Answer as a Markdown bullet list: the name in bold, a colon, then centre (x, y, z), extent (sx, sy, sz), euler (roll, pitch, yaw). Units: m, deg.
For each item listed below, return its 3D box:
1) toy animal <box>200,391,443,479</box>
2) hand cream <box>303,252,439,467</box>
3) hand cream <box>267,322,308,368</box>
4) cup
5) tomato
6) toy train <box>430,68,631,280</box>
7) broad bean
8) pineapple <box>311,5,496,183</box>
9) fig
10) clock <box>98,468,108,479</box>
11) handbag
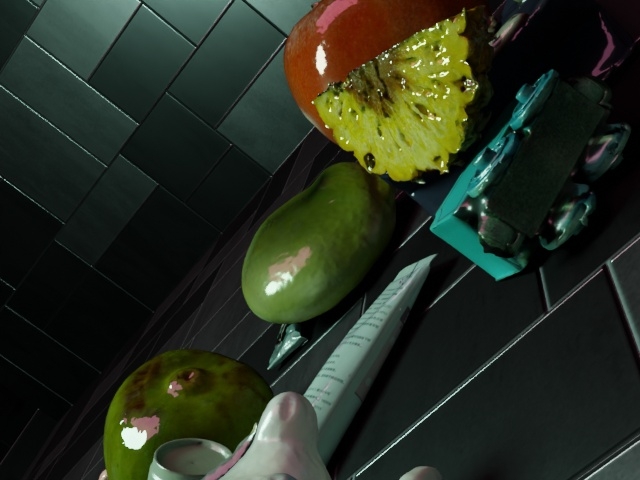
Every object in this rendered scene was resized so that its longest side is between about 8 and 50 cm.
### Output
- **toy animal**: centre (-0.030, 0.239, 0.513), extent (0.249, 0.174, 0.289), euler (-37, 13, 11)
- **hand cream**: centre (0.024, 0.142, 0.879), extent (0.331, 0.058, 0.085), euler (-58, 8, -27)
- **hand cream**: centre (-0.032, 0.099, 1.308), extent (0.248, 0.052, 0.075), euler (-81, 8, -57)
- **cup**: centre (-0.129, 0.272, 0.820), extent (0.120, 0.120, 0.141), euler (-97, 11, -75)
- **tomato**: centre (0.116, -0.287, 1.353), extent (0.341, 0.272, 0.341), euler (-24, 4, 2)
- **toy train**: centre (0.186, -0.059, 0.767), extent (0.198, 0.107, 0.154), euler (-56, 4, -20)
- **broad bean**: centre (0.000, 0.000, 1.218), extent (0.238, 0.119, 0.291), euler (0, 46, 49)
- **pineapple**: centre (0.125, -0.145, 0.870), extent (0.164, 0.139, 0.250), euler (-30, 5, -41)
- **fig**: centre (-0.148, 0.245, 0.979), extent (0.203, 0.203, 0.225), euler (-76, -13, -65)
- **clock**: centre (-0.251, 0.328, 1.342), extent (0.166, 0.093, 0.162), euler (-47, 3, 24)
- **handbag**: centre (0.212, -0.195, 1.053), extent (0.303, 0.122, 0.329), euler (-47, 11, 25)
